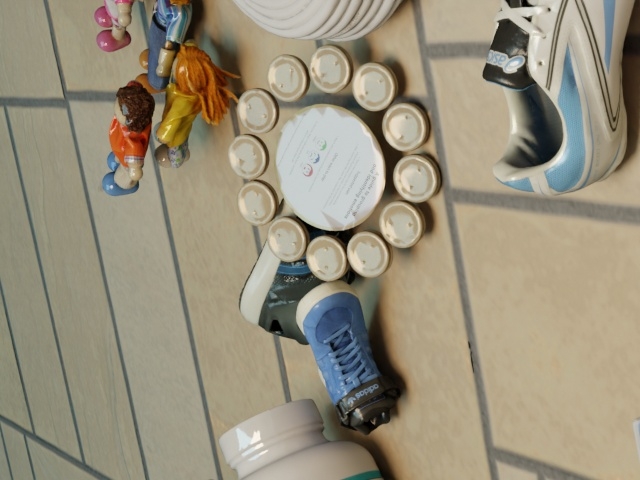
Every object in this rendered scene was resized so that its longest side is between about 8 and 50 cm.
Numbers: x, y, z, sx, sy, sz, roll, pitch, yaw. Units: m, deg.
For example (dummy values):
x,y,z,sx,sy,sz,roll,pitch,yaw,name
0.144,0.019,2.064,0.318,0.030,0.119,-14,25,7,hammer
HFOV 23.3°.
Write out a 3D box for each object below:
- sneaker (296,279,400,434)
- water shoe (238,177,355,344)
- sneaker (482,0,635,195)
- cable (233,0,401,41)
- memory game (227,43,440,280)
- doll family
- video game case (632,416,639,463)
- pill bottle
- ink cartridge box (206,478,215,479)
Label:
x,y,z,sx,sy,sz,roll,pitch,yaw,name
0.026,0.100,1.252,0.084,0.058,0.152,56,165,34,sneaker
0.000,0.000,1.283,0.080,0.073,0.203,28,130,4,water shoe
0.138,-0.138,0.917,0.085,0.086,0.237,28,127,56,sneaker
-0.015,-0.266,1.120,0.257,0.089,0.257,50,145,37,cable
0.008,-0.058,1.189,0.186,0.012,0.186,8,106,29,memory game
-0.138,-0.173,1.407,0.163,0.118,0.263,115,150,-60,doll family
0.271,0.210,0.929,0.183,0.023,0.201,4,109,61,video game case
0.005,0.272,1.316,0.264,0.146,0.146,65,151,16,pill bottle
-0.068,0.390,1.469,0.278,0.117,0.201,58,177,26,ink cartridge box
